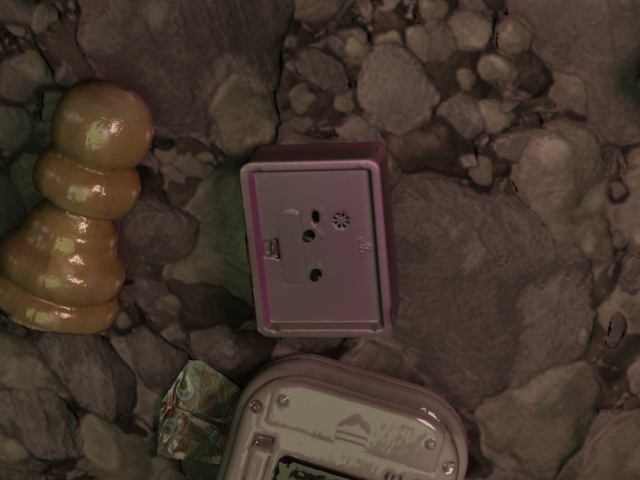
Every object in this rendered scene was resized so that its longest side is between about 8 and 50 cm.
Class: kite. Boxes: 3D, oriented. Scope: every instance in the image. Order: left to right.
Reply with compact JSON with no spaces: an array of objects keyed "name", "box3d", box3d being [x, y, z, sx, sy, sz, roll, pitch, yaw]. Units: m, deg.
[{"name":"kite","box3d":[-0.073,0.226,1.860,0.229,0.016,0.127,25,112,0]}]

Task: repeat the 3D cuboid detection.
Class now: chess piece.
[{"name":"chess piece","box3d":[-0.251,-0.041,1.722,0.142,0.143,0.261,20,111,2]}]

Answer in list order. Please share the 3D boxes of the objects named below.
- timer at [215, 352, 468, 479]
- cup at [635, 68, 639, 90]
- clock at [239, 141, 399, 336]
[{"name":"timer","box3d":[0.022,0.255,1.801,0.262,0.087,0.237,16,105,2]},{"name":"cup","box3d":[0.366,-0.151,1.581,0.099,0.074,0.102,42,114,-8]},{"name":"clock","box3d":[0.000,0.000,1.723,0.150,0.063,0.197,-1,112,12]}]
